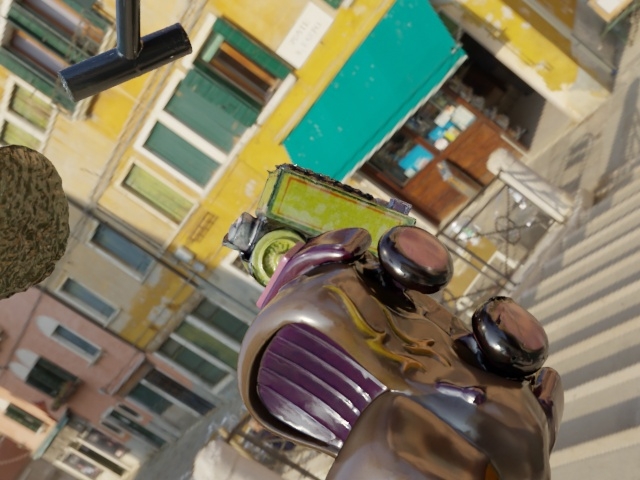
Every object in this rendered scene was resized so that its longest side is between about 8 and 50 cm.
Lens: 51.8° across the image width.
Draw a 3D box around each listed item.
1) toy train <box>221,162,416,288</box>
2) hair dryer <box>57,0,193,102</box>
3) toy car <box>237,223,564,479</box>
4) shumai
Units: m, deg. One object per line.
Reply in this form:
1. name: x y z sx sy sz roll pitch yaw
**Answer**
1. toy train: 0.000 0.000 0.939 0.134 0.261 0.177 -167 97 -75
2. hair dryer: -0.251 -0.266 0.798 0.173 0.050 0.195 -31 -21 -16
3. toy car: 0.055 0.166 0.627 0.240 0.340 0.271 -42 -14 -50
4. shumai: -0.244 -0.010 0.460 0.087 0.099 0.124 -2 22 26
